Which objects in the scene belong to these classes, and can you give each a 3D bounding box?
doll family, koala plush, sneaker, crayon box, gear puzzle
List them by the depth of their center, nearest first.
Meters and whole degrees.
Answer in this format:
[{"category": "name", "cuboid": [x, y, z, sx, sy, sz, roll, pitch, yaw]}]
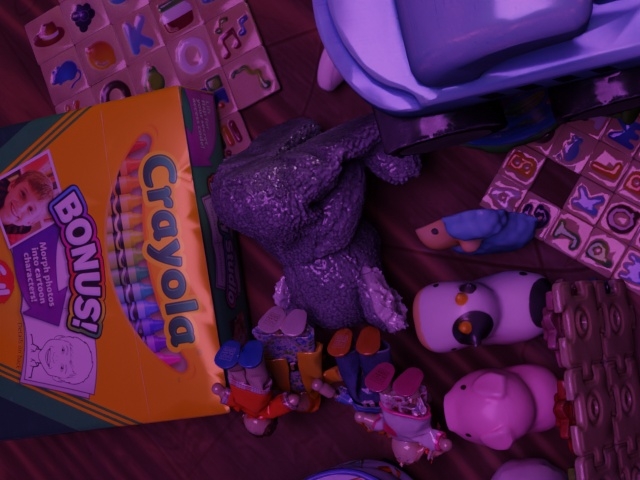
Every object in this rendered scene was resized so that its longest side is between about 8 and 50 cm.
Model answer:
[{"category": "gear puzzle", "cuboid": [0.267, 0.205, 1.149, 0.044, 0.175, 0.339, -10, 84, 36]}, {"category": "doll family", "cuboid": [0.021, 0.149, 1.251, 0.262, 0.163, 0.118, 8, 51, 19]}, {"category": "koala plush", "cuboid": [0.000, 0.000, 1.261, 0.196, 0.203, 0.221, 0, 116, 42]}, {"category": "sneaker", "cuboid": [0.053, -0.220, 1.306, 0.061, 0.053, 0.152, 41, 103, 15]}, {"category": "crayon box", "cuboid": [-0.252, 0.032, 1.387, 0.313, 0.106, 0.363, -10, 88, 22]}]

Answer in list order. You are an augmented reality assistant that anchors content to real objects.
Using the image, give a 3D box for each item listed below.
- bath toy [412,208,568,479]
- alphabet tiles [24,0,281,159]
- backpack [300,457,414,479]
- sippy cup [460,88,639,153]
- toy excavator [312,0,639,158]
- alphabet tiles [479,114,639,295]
[{"category": "bath toy", "cuboid": [0.183, 0.143, 1.186, 0.151, 0.129, 0.348, -11, 87, -6]}, {"category": "alphabet tiles", "cuboid": [-0.207, -0.221, 1.433, 0.285, 0.011, 0.343, -25, 80, 20]}, {"category": "backpack", "cuboid": [0.014, 0.356, 1.218, 0.263, 0.213, 0.276, -42, 82, 3]}, {"category": "sippy cup", "cuboid": [0.155, -0.207, 1.148, 0.305, 0.224, 0.240, -9, 90, 14]}, {"category": "toy excavator", "cuboid": [0.188, -0.215, 0.798, 0.432, 0.445, 0.222, -12, 87, 10]}, {"category": "alphabet tiles", "cuboid": [0.303, -0.092, 1.226, 0.198, 0.009, 0.237, 31, 100, 20]}]
